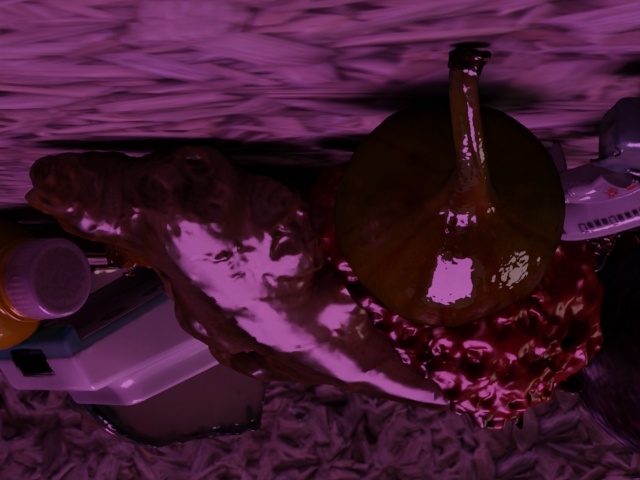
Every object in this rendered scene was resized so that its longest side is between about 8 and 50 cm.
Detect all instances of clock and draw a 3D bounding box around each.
[{"bbox_3d":[-0.162,0.081,1.700,0.231,0.116,0.262,-31,-172,-24],"label":"clock"}]

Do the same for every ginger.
[{"bbox_3d":[-0.044,0.026,1.199,0.166,0.080,0.333,-16,139,42],"label":"ginger"}]

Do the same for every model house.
[{"bbox_3d":[-0.215,0.118,2.004,0.237,0.202,0.237,-6,-178,-36],"label":"model house"}]

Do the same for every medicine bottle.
[{"bbox_3d":[-0.288,0.037,1.596,0.121,0.122,0.212,4,174,-43],"label":"medicine bottle"}]

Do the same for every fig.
[{"bbox_3d":[0.072,-0.032,0.908,0.124,0.124,0.236,0,163,-3],"label":"fig"}]

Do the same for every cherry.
[{"bbox_3d":[0.330,0.075,1.438,0.255,0.218,0.296,-34,-173,-24],"label":"cherry"}]

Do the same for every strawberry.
[{"bbox_3d":[0.103,0.009,1.162,0.111,0.190,0.236,-30,138,29],"label":"strawberry"}]

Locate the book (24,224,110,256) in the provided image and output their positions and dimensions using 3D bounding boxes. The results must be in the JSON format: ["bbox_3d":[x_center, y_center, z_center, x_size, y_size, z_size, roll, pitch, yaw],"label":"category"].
[{"bbox_3d":[-0.369,0.005,1.833,0.310,0.021,0.217,-1,175,10],"label":"book"}]

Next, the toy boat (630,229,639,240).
[{"bbox_3d":[0.393,0.006,1.802,0.291,0.067,0.220,-12,178,-26],"label":"toy boat"}]

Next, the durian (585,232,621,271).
[{"bbox_3d":[0.183,-0.004,1.374,0.080,0.080,0.091,2,154,-26],"label":"durian"}]

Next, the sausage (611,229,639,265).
[{"bbox_3d":[0.183,0.054,1.669,0.279,0.152,0.152,-2,175,27],"label":"sausage"}]

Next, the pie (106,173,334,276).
[{"bbox_3d":[-0.020,-0.001,1.390,0.315,0.092,0.315,4,178,0],"label":"pie"}]

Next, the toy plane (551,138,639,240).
[{"bbox_3d":[0.190,-0.034,1.076,0.171,0.066,0.162,-2,176,41],"label":"toy plane"}]

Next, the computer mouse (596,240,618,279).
[{"bbox_3d":[0.142,0.042,1.526,0.233,0.096,0.137,-42,151,19],"label":"computer mouse"}]

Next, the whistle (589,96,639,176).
[{"bbox_3d":[0.268,-0.044,0.878,0.269,0.093,0.180,6,175,-5],"label":"whistle"}]
